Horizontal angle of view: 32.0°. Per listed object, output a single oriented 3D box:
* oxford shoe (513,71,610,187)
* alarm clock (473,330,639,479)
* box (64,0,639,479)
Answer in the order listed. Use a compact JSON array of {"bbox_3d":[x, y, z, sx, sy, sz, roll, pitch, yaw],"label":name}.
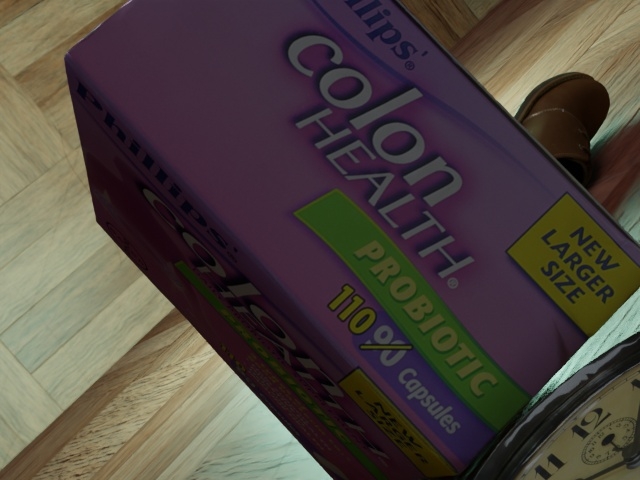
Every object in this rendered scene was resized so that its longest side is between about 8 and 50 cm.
[{"bbox_3d":[0.174,-0.061,0.827,0.076,0.076,0.212,8,37,37],"label":"oxford shoe"},{"bbox_3d":[0.101,0.075,0.344,0.129,0.064,0.192,-40,10,-1],"label":"alarm clock"},{"bbox_3d":[0.000,0.000,0.529,0.117,0.213,0.243,-42,-4,-16],"label":"box"}]
